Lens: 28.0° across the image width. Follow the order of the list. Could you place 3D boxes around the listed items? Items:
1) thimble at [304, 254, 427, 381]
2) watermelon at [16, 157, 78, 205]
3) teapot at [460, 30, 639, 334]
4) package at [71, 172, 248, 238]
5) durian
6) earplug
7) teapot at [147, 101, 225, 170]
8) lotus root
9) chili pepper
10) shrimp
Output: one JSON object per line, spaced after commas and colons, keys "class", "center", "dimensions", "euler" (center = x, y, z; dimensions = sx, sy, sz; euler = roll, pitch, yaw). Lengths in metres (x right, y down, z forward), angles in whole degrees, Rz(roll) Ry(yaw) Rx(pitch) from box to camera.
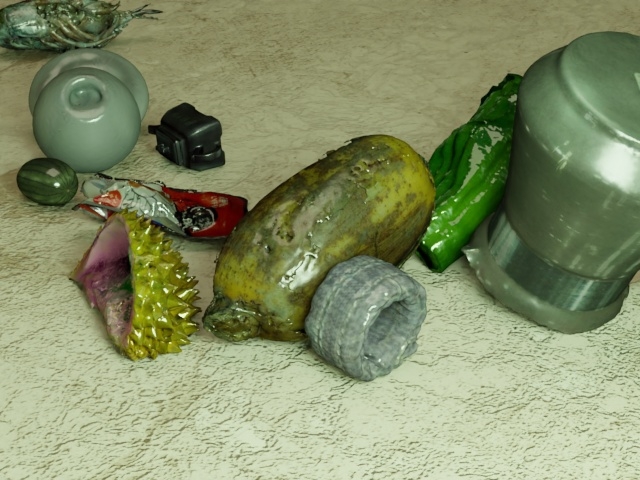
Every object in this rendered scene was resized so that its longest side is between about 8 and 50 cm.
{"class": "thimble", "center": [0.060, 0.100, 1.631], "dimensions": [0.150, 0.150, 0.097], "euler": [-24, 40, -39]}
{"class": "watermelon", "center": [-0.441, -0.096, 2.062], "dimensions": [0.110, 0.078, 0.078], "euler": [14, 30, 25]}
{"class": "teapot", "center": [0.398, -0.060, 1.725], "dimensions": [0.376, 0.362, 0.306], "euler": [9, 45, -14]}
{"class": "package", "center": [-0.247, -0.051, 2.004], "dimensions": [0.269, 0.071, 0.194], "euler": [11, 29, -8]}
{"class": "durian", "center": [-0.240, 0.044, 1.728], "dimensions": [0.153, 0.187, 0.260], "euler": [-17, 45, -18]}
{"class": "earplug", "center": [-0.405, -0.243, 2.239], "dimensions": [0.214, 0.175, 0.325], "euler": [-1, 27, -8]}
{"class": "teapot", "center": [-0.237, -0.171, 2.206], "dimensions": [0.096, 0.087, 0.177], "euler": [-23, 36, -30]}
{"class": "lotus root", "center": [0.000, 0.000, 1.729], "dimensions": [0.179, 0.196, 0.397], "euler": [18, 51, 45]}
{"class": "chili pepper", "center": [0.239, -0.089, 1.981], "dimensions": [0.167, 0.213, 0.385], "euler": [46, 59, -5]}
{"class": "shrimp", "center": [-0.511, -0.448, 2.701], "dimensions": [0.372, 0.137, 0.172], "euler": [-12, 66, -8]}
